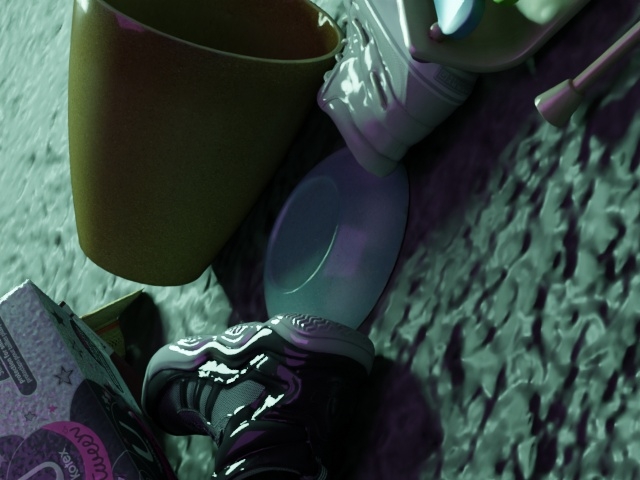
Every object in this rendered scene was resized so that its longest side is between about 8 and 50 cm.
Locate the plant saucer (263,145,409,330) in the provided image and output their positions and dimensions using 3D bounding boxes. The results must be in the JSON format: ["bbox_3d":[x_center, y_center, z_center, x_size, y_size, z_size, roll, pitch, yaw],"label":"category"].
[{"bbox_3d":[0.000,0.000,1.590,0.195,0.037,0.195,-38,40,41],"label":"plant saucer"}]

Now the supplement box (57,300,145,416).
[{"bbox_3d":[-0.270,0.175,1.814,0.239,0.130,0.073,-43,6,38],"label":"supplement box"}]

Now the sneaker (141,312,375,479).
[{"bbox_3d":[-0.068,0.154,1.525,0.269,0.101,0.153,-21,50,50],"label":"sneaker"}]

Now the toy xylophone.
[{"bbox_3d":[0.186,-0.230,1.381,0.322,0.081,0.236,-49,34,26],"label":"toy xylophone"}]

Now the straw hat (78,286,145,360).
[{"bbox_3d":[-0.221,0.102,1.862,0.144,0.144,0.061,-23,92,52],"label":"straw hat"}]

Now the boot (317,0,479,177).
[{"bbox_3d":[0.034,-0.161,1.581,0.123,0.095,0.258,-48,35,19],"label":"boot"}]

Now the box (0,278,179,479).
[{"bbox_3d":[-0.223,0.184,1.592,0.163,0.142,0.247,-35,60,2],"label":"box"}]

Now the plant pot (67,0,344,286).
[{"bbox_3d":[-0.127,-0.097,1.715,0.237,0.237,0.254,-119,41,-55],"label":"plant pot"}]
